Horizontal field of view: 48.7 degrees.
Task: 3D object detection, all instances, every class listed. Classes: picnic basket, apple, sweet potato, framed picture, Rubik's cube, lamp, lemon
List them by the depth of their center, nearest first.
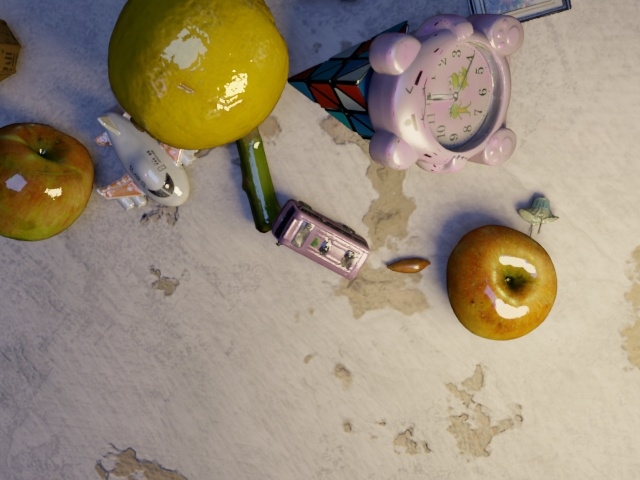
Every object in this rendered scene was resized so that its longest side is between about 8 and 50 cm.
[{"bbox_3d":[-0.229,-0.332,1.317,0.348,0.348,0.347,1,101,5],"label":"lemon"},{"bbox_3d":[0.045,-0.307,1.366,0.250,0.234,0.284,11,102,4],"label":"Rubik's cube"},{"bbox_3d":[0.383,-0.529,1.405,0.200,0.010,0.195,-14,99,7],"label":"framed picture"},{"bbox_3d":[0.359,0.088,1.444,0.237,0.207,0.236,0,85,-6],"label":"apple"},{"bbox_3d":[-0.716,-0.391,1.444,0.161,0.185,0.161,2,103,7],"label":"lamp"},{"bbox_3d":[0.452,-0.046,1.469,0.083,0.065,0.083,11,80,-2],"label":"picnic basket"},{"bbox_3d":[-0.613,-0.119,1.490,0.246,0.246,0.226,37,120,-2],"label":"apple"},{"bbox_3d":[0.190,0.056,1.523,0.095,0.034,0.034,-8,100,9],"label":"sweet potato"}]

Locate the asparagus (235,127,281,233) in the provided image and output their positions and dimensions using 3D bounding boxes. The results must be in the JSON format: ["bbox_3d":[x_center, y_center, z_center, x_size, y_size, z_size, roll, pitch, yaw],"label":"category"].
[{"bbox_3d":[-0.139,-0.154,1.502,0.067,0.060,0.277,-7,101,26],"label":"asparagus"}]

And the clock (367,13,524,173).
[{"bbox_3d":[0.235,-0.272,1.331,0.322,0.113,0.295,-14,113,-32],"label":"clock"}]

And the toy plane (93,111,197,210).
[{"bbox_3d":[-0.371,-0.171,1.490,0.245,0.117,0.244,1,99,4],"label":"toy plane"}]

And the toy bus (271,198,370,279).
[{"bbox_3d":[0.000,0.000,1.478,0.199,0.108,0.096,28,102,-16],"label":"toy bus"}]
